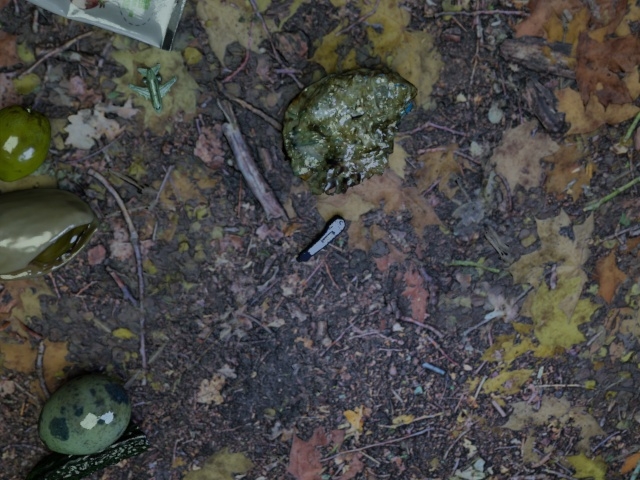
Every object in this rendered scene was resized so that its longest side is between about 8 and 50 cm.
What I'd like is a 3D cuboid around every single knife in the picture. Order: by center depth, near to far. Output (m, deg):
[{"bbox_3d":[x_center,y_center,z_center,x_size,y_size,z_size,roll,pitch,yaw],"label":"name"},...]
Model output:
[{"bbox_3d":[0.000,0.000,1.467,0.121,0.018,0.031,-43,119,7],"label":"knife"}]

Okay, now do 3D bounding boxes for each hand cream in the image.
[{"bbox_3d":[-0.378,-0.401,1.227,0.336,0.076,0.121,12,109,-22],"label":"hand cream"}]

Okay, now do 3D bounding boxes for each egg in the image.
[{"bbox_3d":[-0.434,0.323,1.438,0.181,0.141,0.141,-27,113,8],"label":"egg"}]

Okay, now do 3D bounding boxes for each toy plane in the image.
[{"bbox_3d":[-0.278,-0.253,1.311,0.080,0.033,0.083,-12,119,-7],"label":"toy plane"}]

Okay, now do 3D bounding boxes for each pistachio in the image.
[{"bbox_3d":[-0.490,-0.013,1.306,0.238,0.138,0.153,-8,77,-9],"label":"pistachio"}]

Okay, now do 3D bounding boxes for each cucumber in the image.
[{"bbox_3d":[-0.452,0.418,1.505,0.265,0.077,0.077,-24,113,-3],"label":"cucumber"}]

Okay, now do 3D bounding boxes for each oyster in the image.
[{"bbox_3d":[0.053,-0.195,1.369,0.259,0.092,0.198,-30,109,5],"label":"oyster"}]

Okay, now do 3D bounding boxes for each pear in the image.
[{"bbox_3d":[-0.495,-0.159,1.269,0.107,0.107,0.131,25,92,-18],"label":"pear"}]
